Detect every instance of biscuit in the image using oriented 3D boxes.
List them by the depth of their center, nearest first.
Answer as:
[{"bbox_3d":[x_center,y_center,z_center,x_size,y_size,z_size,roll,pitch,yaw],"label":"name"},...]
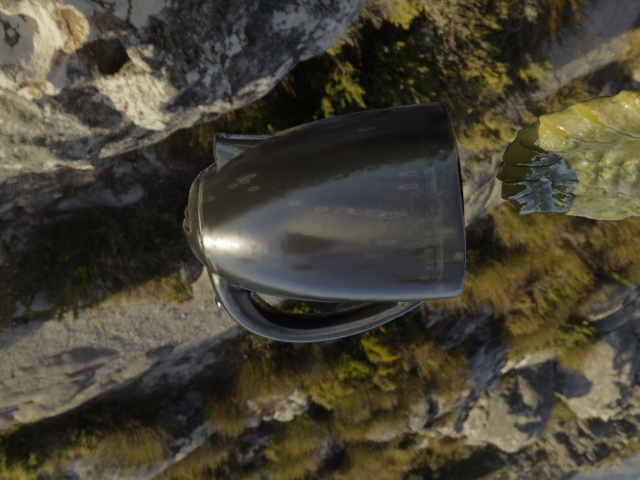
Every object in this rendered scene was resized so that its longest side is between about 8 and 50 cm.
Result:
[{"bbox_3d":[0.297,-0.071,0.521,0.187,0.273,0.036,52,51,-50],"label":"biscuit"}]

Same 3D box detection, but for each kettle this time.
[{"bbox_3d":[0.000,0.000,0.621,0.290,0.207,0.268,-7,116,3],"label":"kettle"}]
